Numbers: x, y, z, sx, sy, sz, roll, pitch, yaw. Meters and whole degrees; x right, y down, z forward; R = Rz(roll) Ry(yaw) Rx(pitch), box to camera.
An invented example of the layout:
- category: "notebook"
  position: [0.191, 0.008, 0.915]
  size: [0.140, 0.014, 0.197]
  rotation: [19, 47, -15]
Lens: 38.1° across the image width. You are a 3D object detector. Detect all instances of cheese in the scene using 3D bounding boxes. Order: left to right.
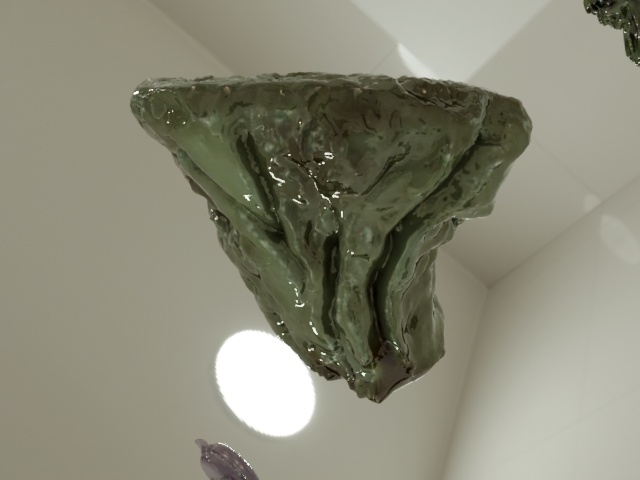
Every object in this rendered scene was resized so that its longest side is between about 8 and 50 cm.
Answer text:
- category: "cheese"
  position: [-0.106, 0.343, 1.279]
  size: [0.042, 0.105, 0.191]
  rotation: [-43, -83, -27]

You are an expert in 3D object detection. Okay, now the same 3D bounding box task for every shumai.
- category: "shumai"
  position: [0.000, 0.000, 0.765]
  size: [0.304, 0.309, 0.264]
  rotation: [-3, -84, -27]

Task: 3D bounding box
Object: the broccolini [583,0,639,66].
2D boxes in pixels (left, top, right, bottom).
- category: "broccolini"
  position: [0.107, -0.147, 0.294]
  size: [0.068, 0.091, 0.203]
  rotation: [-44, -65, -44]
